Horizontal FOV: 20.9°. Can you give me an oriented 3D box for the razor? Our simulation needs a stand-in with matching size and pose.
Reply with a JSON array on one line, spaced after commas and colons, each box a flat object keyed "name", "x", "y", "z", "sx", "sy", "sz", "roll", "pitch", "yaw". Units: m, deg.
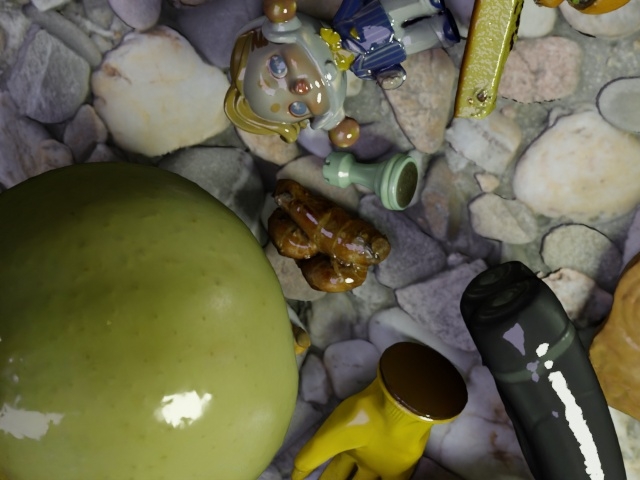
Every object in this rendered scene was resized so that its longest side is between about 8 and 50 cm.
[{"name": "razor", "x": 0.267, "y": 0.195, "z": 1.987, "sx": 0.113, "sy": 0.204, "sz": 0.349, "roll": -24, "pitch": 107, "yaw": -1}]

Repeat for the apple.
[{"name": "apple", "x": -0.262, "y": 0.136, "z": 2.024, "sx": 0.473, "sy": 0.473, "sz": 0.473, "roll": 10, "pitch": 117, "yaw": 19}]

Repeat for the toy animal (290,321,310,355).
[{"name": "toy animal", "x": -0.054, "y": 0.120, "z": 2.164, "sx": 0.083, "sy": 0.081, "sz": 0.060, "roll": 46, "pitch": 123, "yaw": 21}]

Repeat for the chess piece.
[{"name": "chess piece", "x": 0.056, "y": -0.076, "z": 2.027, "sx": 0.103, "sy": 0.067, "sz": 0.067, "roll": 13, "pitch": 119, "yaw": 27}]

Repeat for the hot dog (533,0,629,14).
[{"name": "hot dog", "x": 0.327, "y": -0.356, "z": 1.748, "sx": 0.135, "sy": 0.100, "sz": 0.337, "roll": 37, "pitch": 121, "yaw": 1}]

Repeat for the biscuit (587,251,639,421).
[{"name": "biscuit", "x": 0.502, "y": 0.117, "z": 1.921, "sx": 0.365, "sy": 0.062, "sz": 0.385, "roll": 37, "pitch": 122, "yaw": 5}]

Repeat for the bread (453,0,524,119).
[{"name": "bread", "x": 0.191, "y": -0.243, "z": 1.872, "sx": 0.049, "sy": 0.088, "sz": 0.226, "roll": 17, "pitch": 120, "yaw": 12}]

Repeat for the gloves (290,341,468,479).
[{"name": "gloves", "x": 0.063, "y": 0.262, "z": 2.170, "sx": 0.133, "sy": 0.116, "sz": 0.294, "roll": 41, "pitch": 130, "yaw": 9}]

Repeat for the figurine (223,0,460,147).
[{"name": "figurine", "x": 0.013, "y": -0.221, "z": 1.944, "sx": 0.194, "sy": 0.133, "sz": 0.274, "roll": 39, "pitch": 115, "yaw": -18}]

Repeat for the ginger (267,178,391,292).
[{"name": "ginger", "x": 0.000, "y": 0.000, "z": 2.083, "sx": 0.162, "sy": 0.073, "sz": 0.103, "roll": 35, "pitch": 109, "yaw": 12}]
